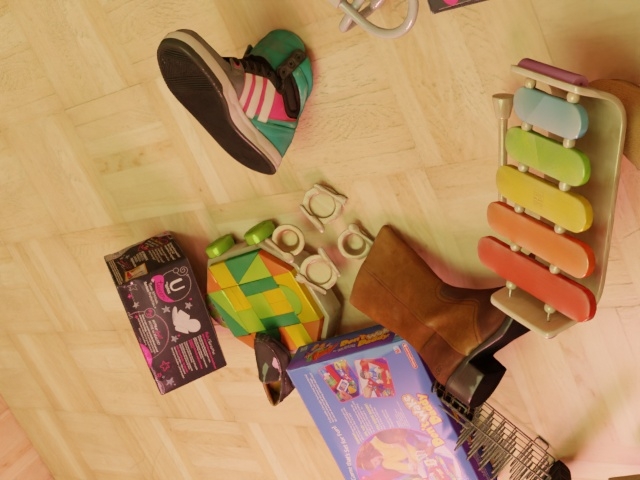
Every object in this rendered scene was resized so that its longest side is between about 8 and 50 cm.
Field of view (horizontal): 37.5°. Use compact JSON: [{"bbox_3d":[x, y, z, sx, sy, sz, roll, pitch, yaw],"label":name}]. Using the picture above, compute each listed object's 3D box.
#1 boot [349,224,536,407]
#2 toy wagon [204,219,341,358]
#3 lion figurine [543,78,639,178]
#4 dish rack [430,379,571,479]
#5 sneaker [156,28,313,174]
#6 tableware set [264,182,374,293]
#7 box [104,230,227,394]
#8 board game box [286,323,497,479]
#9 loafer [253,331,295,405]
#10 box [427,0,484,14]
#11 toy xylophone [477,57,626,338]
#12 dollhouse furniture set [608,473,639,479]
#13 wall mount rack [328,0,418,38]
[{"bbox_3d":[0.193,0.063,1.402,0.280,0.096,0.264,43,122,34],"label":"boot"},{"bbox_3d":[-0.111,0.112,1.709,0.344,0.068,0.267,-17,108,46],"label":"toy wagon"},{"bbox_3d":[0.391,-0.113,1.055,0.392,0.142,0.240,13,121,39],"label":"lion figurine"},{"bbox_3d":[0.271,0.315,1.446,0.271,0.208,0.074,39,99,9],"label":"dish rack"},{"bbox_3d":[-0.103,-0.242,1.342,0.123,0.178,0.295,16,159,31],"label":"sneaker"},{"bbox_3d":[0.000,0.000,1.523,0.141,0.020,0.168,43,113,-5],"label":"tableware set"},{"bbox_3d":[-0.293,0.133,1.790,0.163,0.142,0.247,-136,27,-60],"label":"box"},{"bbox_3d":[0.124,0.313,1.600,0.233,0.078,0.347,-18,109,25],"label":"board game box"},{"bbox_3d":[-0.085,0.231,1.686,0.062,0.061,0.170,8,140,30],"label":"loafer"},{"bbox_3d":[0.202,-0.355,0.923,0.143,0.270,0.165,-3,118,41],"label":"box"},{"bbox_3d":[0.258,-0.055,1.116,0.236,0.081,0.323,26,123,59],"label":"toy xylophone"},{"bbox_3d":[0.510,0.429,1.365,0.151,0.144,0.123,-8,122,3],"label":"dollhouse furniture set"},{"bbox_3d":[0.036,-0.428,1.129,0.350,0.130,0.304,45,143,3],"label":"wall mount rack"}]
